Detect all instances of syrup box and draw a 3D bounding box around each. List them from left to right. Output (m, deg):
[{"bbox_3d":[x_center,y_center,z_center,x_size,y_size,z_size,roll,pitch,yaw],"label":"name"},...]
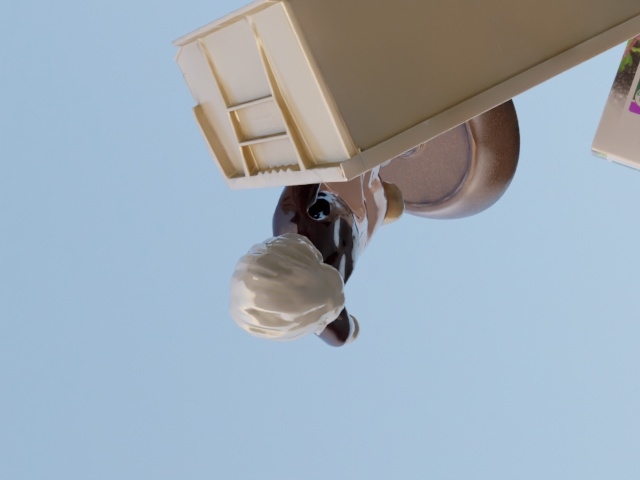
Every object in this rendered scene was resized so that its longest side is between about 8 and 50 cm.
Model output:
[{"bbox_3d":[0.325,-0.174,1.244,0.096,0.093,0.237,0,-70,-76],"label":"syrup box"}]

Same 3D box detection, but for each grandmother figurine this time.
[{"bbox_3d":[0.000,0.000,1.231,0.342,0.104,0.208,-50,-56,-66],"label":"grandmother figurine"}]

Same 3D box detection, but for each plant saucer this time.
[{"bbox_3d":[0.104,-0.151,1.749,0.050,0.310,0.311,-40,-67,-39],"label":"plant saucer"}]

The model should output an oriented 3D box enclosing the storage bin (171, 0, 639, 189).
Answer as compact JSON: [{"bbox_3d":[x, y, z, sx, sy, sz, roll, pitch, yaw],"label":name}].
[{"bbox_3d":[0.055,-0.146,0.978,0.262,0.260,0.123,-28,-80,-18],"label":"storage bin"}]
